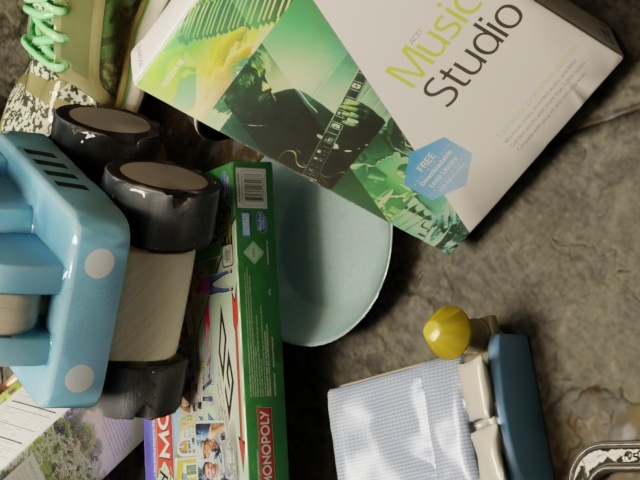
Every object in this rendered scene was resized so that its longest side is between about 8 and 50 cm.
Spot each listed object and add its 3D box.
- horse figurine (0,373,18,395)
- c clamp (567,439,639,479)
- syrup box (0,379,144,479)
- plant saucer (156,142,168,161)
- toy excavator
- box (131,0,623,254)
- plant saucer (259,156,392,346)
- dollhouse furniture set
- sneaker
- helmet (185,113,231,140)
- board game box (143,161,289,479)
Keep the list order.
[{"bbox_3d":[-0.299,0.100,1.722,0.066,0.174,0.263,-162,74,-63],"label":"horse figurine"},{"bbox_3d":[0.247,0.223,1.315,0.160,0.022,0.137,-16,71,40],"label":"c clamp"},{"bbox_3d":[-0.274,0.202,1.614,0.096,0.237,0.093,8,128,37],"label":"syrup box"},{"bbox_3d":[-0.180,-0.071,1.709,0.083,0.015,0.083,-5,82,41],"label":"plant saucer"},{"bbox_3d":[-0.303,0.041,1.421,0.433,0.445,0.222,40,124,54],"label":"toy excavator"},{"bbox_3d":[0.045,-0.147,1.335,0.232,0.322,0.058,-51,25,25],"label":"box"},{"bbox_3d":[0.000,0.000,1.533,0.195,0.037,0.195,-5,82,40],"label":"plant saucer"},{"bbox_3d":[0.022,0.224,1.388,0.286,0.198,0.303,-17,75,38],"label":"dollhouse furniture set"},{"bbox_3d":[-0.246,-0.243,1.646,0.158,0.182,0.410,32,97,41],"label":"sneaker"},{"bbox_3d":[-0.054,-0.167,1.517,0.161,0.169,0.169,14,95,31],"label":"helmet"},{"bbox_3d":[-0.104,0.101,1.567,0.213,0.046,0.317,-16,75,57],"label":"board game box"}]
